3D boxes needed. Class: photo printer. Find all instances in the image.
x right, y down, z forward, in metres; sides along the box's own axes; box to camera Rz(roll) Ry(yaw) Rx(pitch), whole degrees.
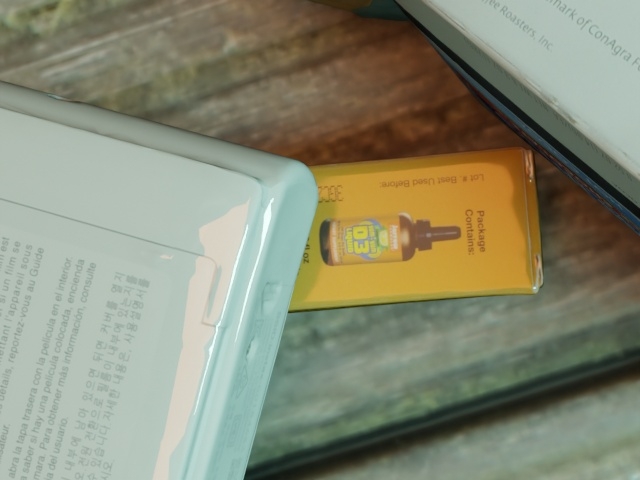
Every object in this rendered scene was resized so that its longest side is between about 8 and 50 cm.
[{"bbox_3d":[-0.178,0.047,0.974,0.308,0.107,0.256,15,92,16],"label":"photo printer"}]

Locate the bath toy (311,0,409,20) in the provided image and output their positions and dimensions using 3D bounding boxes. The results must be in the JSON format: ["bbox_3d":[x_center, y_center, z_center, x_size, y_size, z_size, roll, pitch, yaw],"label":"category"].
[{"bbox_3d":[0.035,-0.299,1.035,0.151,0.129,0.348,-3,78,49],"label":"bath toy"}]

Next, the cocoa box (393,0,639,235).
[{"bbox_3d":[0.228,-0.090,0.899,0.347,0.228,0.231,42,91,26],"label":"cocoa box"}]

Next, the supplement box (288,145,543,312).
[{"bbox_3d":[0.000,0.000,1.037,0.233,0.080,0.078,-4,86,9],"label":"supplement box"}]
